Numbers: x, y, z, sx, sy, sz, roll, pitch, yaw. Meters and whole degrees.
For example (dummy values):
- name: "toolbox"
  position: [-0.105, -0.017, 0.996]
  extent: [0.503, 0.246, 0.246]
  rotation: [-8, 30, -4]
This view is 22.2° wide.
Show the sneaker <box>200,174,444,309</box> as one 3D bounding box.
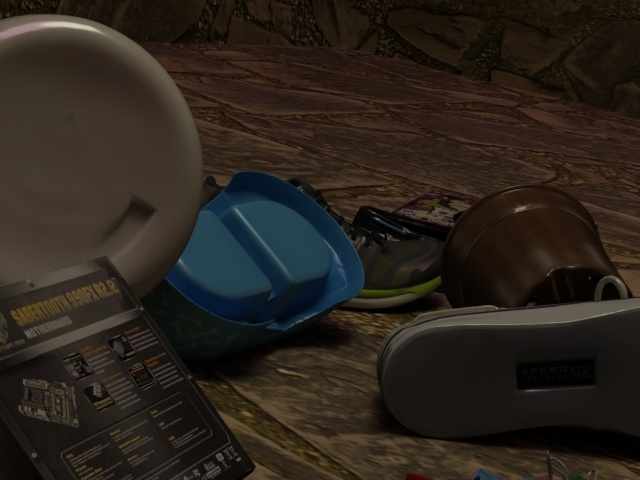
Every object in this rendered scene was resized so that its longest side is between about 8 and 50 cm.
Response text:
- name: "sneaker"
  position: [0.000, 0.000, 1.690]
  extent: [0.300, 0.121, 0.111]
  rotation: [3, 14, -21]

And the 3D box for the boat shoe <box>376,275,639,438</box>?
- name: "boat shoe"
  position: [0.227, 0.106, 1.395]
  extent: [0.367, 0.136, 0.156]
  rotation: [-3, 11, -3]

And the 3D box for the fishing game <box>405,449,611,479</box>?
- name: "fishing game"
  position: [0.196, 0.173, 1.118]
  extent: [0.264, 0.041, 0.189]
  rotation: [11, -2, -43]

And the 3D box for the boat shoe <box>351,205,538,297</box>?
- name: "boat shoe"
  position: [0.159, 0.010, 1.813]
  extent: [0.258, 0.089, 0.109]
  rotation: [5, 13, -14]

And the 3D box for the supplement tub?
- name: "supplement tub"
  position: [-0.240, -0.044, 1.287]
  extent: [0.228, 0.228, 0.316]
  rotation: [3, -4, -22]

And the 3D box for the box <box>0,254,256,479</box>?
- name: "box"
  position: [-0.151, 0.111, 1.011]
  extent: [0.183, 0.056, 0.231]
  rotation: [54, 19, 5]

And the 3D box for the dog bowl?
- name: "dog bowl"
  position: [-0.081, 0.026, 1.503]
  extent: [0.166, 0.074, 0.297]
  rotation: [50, 28, 16]

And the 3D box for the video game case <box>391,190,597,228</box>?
- name: "video game case"
  position: [0.219, -0.011, 2.047]
  extent: [0.232, 0.042, 0.210]
  rotation: [12, 12, 16]

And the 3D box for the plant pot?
- name: "plant pot"
  position: [0.216, 0.051, 1.551]
  extent: [0.167, 0.167, 0.165]
  rotation: [5, 21, -14]
